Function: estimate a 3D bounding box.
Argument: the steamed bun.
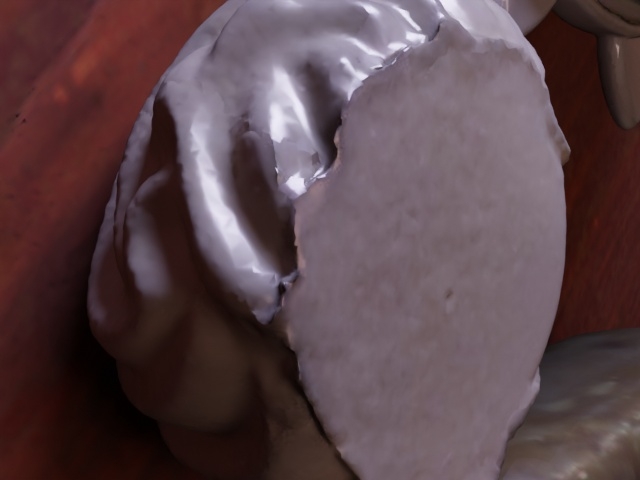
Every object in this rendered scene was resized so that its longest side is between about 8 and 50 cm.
[{"bbox_3d":[0.000,0.000,0.441,0.183,0.106,0.183,-10,104,-49],"label":"steamed bun"}]

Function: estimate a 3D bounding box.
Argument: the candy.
[{"bbox_3d":[0.098,0.112,0.595,0.234,0.102,0.104,-21,112,-52],"label":"candy"}]

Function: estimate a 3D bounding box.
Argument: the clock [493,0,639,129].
[{"bbox_3d":[0.112,-0.216,0.558,0.265,0.108,0.324,20,80,-55],"label":"clock"}]
